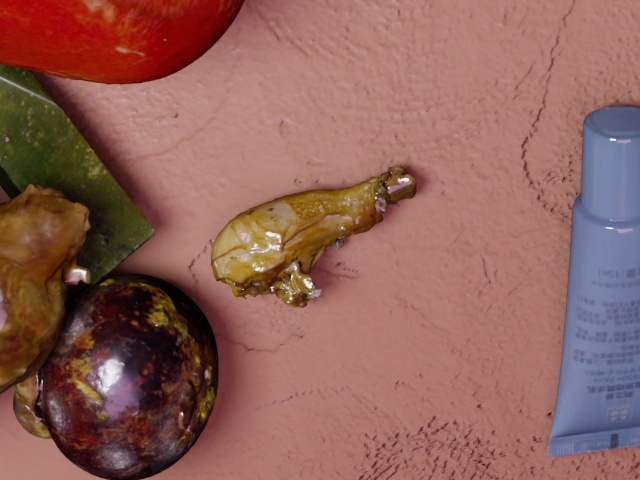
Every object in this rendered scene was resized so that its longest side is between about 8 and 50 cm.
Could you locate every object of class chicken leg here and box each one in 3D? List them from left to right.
[{"bbox_3d":[-0.001,-0.003,1.772,0.207,0.085,0.101,-25,83,-5],"label":"chicken leg"}]

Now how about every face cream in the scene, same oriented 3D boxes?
[{"bbox_3d":[0.289,0.051,1.853,0.135,0.086,0.385,-7,122,-4],"label":"face cream"}]

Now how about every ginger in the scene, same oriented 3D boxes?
[{"bbox_3d":[-0.356,0.039,1.648,0.357,0.152,0.274,-5,88,27],"label":"ginger"}]

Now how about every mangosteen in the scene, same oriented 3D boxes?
[{"bbox_3d":[-0.204,0.121,1.757,0.217,0.192,0.192,10,118,20],"label":"mangosteen"}]

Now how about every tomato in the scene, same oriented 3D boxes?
[{"bbox_3d":[-0.200,-0.275,1.487,0.325,0.290,0.293,19,90,-15],"label":"tomato"}]

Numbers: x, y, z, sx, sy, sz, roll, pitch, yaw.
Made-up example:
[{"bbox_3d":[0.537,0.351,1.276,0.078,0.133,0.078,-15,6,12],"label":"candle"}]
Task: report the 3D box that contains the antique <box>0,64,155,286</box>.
[{"bbox_3d":[-0.247,-0.071,1.682,0.080,0.081,0.221,-41,117,-14],"label":"antique"}]
